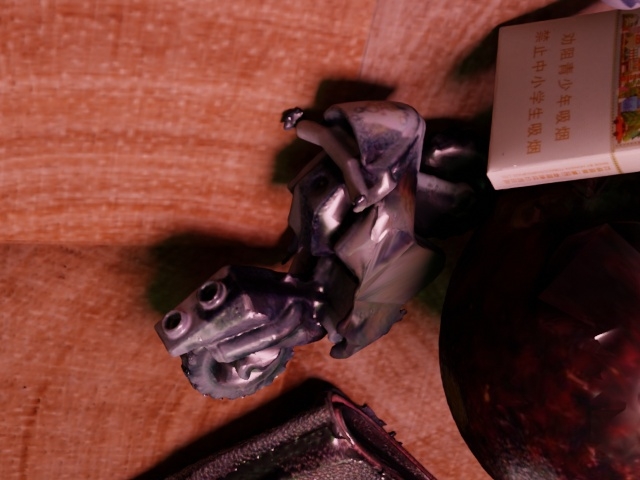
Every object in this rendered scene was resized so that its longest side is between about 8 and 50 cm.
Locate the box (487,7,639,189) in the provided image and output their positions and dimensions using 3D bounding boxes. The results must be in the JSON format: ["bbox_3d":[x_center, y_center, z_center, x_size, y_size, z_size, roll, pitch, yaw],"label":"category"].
[{"bbox_3d":[0.217,-0.100,1.102,0.220,0.122,0.032,-7,145,24],"label":"box"}]

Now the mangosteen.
[{"bbox_3d":[0.232,0.076,1.179,0.311,0.311,0.311,-7,134,-7],"label":"mangosteen"}]

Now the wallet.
[{"bbox_3d":[-0.016,0.239,1.455,0.221,0.071,0.262,-31,139,14],"label":"wallet"}]

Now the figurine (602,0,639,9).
[{"bbox_3d":[0.190,-0.224,0.989,0.382,0.186,0.261,-3,159,-17],"label":"figurine"}]

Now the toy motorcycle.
[{"bbox_3d":[0.000,0.000,1.197,0.270,0.106,0.159,-37,136,2],"label":"toy motorcycle"}]
